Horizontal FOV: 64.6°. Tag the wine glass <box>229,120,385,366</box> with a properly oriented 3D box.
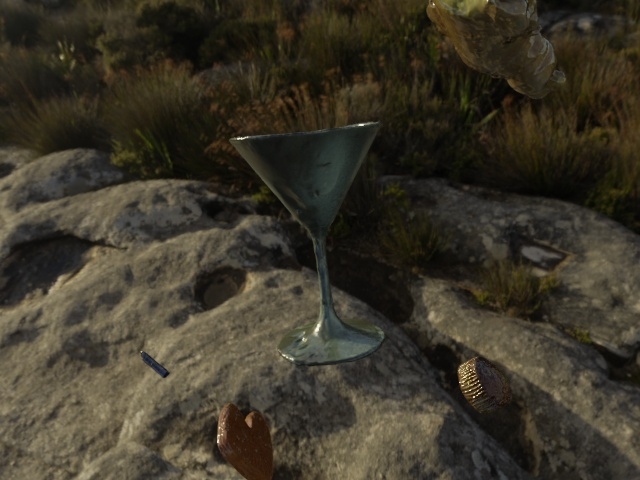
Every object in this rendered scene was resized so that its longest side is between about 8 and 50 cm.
[{"bbox_3d":[0.000,0.000,0.913,0.266,0.407,0.267,-8,10,1],"label":"wine glass"}]

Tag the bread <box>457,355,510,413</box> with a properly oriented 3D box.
[{"bbox_3d":[0.248,0.213,0.758,0.053,0.085,0.085,-42,35,27],"label":"bread"}]

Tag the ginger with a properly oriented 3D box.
[{"bbox_3d":[0.175,-0.222,0.523,0.213,0.074,0.137,17,21,-50],"label":"ginger"}]

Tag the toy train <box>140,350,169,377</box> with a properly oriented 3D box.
[{"bbox_3d":[-0.355,0.263,1.077,0.083,0.017,0.017,30,77,24],"label":"toy train"}]

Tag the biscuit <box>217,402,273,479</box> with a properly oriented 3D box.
[{"bbox_3d":[-0.165,0.430,1.107,0.036,0.192,0.186,-28,31,8],"label":"biscuit"}]
